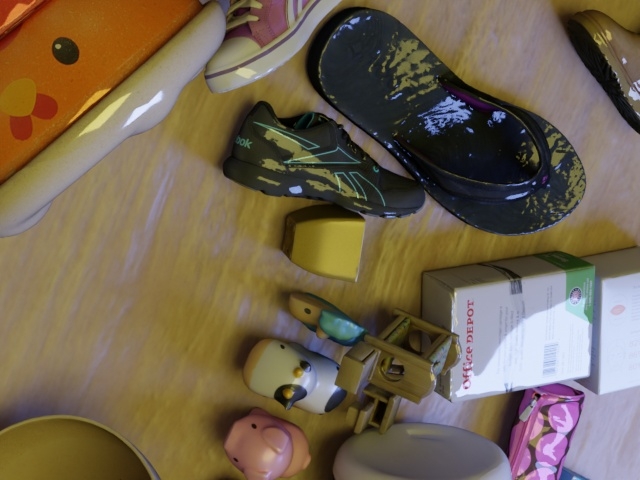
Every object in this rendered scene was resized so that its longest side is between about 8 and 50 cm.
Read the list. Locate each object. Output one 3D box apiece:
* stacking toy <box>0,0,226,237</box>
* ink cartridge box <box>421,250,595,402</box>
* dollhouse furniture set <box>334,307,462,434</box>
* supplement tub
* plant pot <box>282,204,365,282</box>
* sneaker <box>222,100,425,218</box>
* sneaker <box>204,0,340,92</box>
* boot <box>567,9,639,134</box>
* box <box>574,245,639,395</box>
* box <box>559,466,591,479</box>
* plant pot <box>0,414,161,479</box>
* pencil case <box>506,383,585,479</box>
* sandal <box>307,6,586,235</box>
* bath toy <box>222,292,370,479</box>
[{"bbox_3d":[-0.361,-0.270,1.509,0.350,0.350,0.480,-43,101,-9],"label":"stacking toy"},{"bbox_3d":[0.245,0.111,2.000,0.219,0.092,0.160,-7,108,-24],"label":"ink cartridge box"},{"bbox_3d":[0.085,0.198,1.868,0.182,0.101,0.161,-36,146,-61],"label":"dollhouse furniture set"},{"bbox_3d":[0.124,0.416,1.955,0.228,0.228,0.316,-6,108,-25],"label":"supplement tub"},{"bbox_3d":[0.000,0.000,1.856,0.083,0.081,0.081,5,103,-15],"label":"plant pot"},{"bbox_3d":[0.018,-0.093,1.822,0.267,0.101,0.106,11,98,-29],"label":"sneaker"},{"bbox_3d":[-0.073,-0.287,1.684,0.161,0.102,0.282,57,44,-23],"label":"sneaker"},{"bbox_3d":[0.469,-0.296,1.984,0.269,0.089,0.236,-44,132,-1],"label":"boot"},{"bbox_3d":[0.410,0.109,2.083,0.130,0.091,0.170,-9,109,-24],"label":"box"},{"bbox_3d":[0.315,0.443,2.155,0.100,0.060,0.244,29,91,-30],"label":"box"},{"bbox_3d":[-0.278,0.361,1.741,0.284,0.284,0.191,-49,155,-6],"label":"plant pot"},{"bbox_3d":[0.288,0.292,2.080,0.098,0.095,0.209,-1,107,-63],"label":"pencil case"},{"bbox_3d":[0.173,-0.125,1.884,0.446,0.107,0.167,29,91,-30],"label":"sandal"},{"bbox_3d":[-0.054,0.241,1.871,0.151,0.129,0.348,21,96,-30],"label":"bath toy"}]
